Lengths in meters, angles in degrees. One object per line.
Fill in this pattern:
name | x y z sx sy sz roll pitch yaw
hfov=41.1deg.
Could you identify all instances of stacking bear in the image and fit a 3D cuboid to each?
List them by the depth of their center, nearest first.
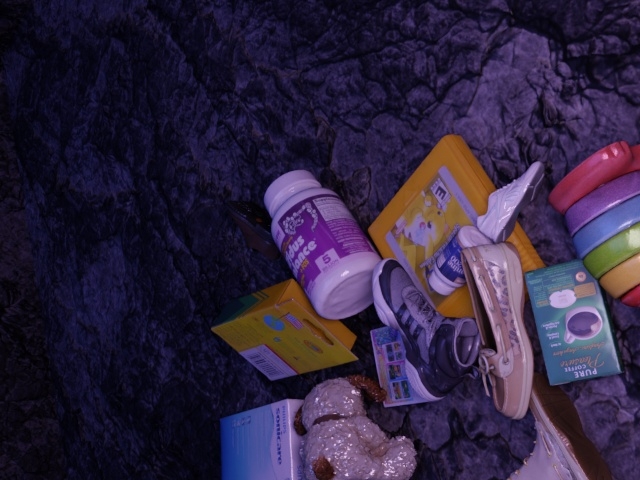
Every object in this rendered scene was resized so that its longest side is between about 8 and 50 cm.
stacking bear | 0.457 0.024 1.187 0.164 0.175 0.289 -42 66 42

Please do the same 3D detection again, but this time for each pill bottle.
pill bottle | 0.236 0.037 1.458 0.120 0.067 0.067 -57 49 36
pill bottle | 0.000 0.000 1.749 0.302 0.169 0.169 57 132 33

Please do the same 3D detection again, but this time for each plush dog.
plush dog | 0.029 0.378 1.673 0.262 0.210 0.226 -28 49 22

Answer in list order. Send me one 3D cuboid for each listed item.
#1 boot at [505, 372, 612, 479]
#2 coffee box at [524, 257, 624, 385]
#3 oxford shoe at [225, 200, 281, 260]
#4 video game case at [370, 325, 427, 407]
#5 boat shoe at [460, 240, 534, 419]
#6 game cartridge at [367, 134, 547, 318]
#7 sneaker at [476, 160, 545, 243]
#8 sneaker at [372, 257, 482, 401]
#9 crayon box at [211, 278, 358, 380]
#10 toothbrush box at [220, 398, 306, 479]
boot | 0.356 0.340 1.385 0.165 0.077 0.213 -53 52 41
coffee box | 0.393 0.125 1.325 0.113 0.040 0.184 -18 77 25
oxford shoe | -0.164 -0.025 2.028 0.227 0.082 0.096 42 127 44
video game case | 0.161 0.242 1.672 0.143 0.019 0.157 -22 75 50
boat shoe | 0.280 0.147 1.376 0.104 0.089 0.286 150 115 -79
game cartridge | 0.236 0.021 1.544 0.285 0.052 0.324 -53 52 39
sneaker | 0.312 -0.071 1.404 0.061 0.053 0.152 37 92 35
sneaker | 0.195 0.137 1.495 0.153 0.101 0.269 -34 73 46
crayon box | -0.067 0.193 1.820 0.318 0.202 0.081 -22 31 50
toothbrush box | -0.098 0.484 1.901 0.295 0.126 0.217 -30 58 49
